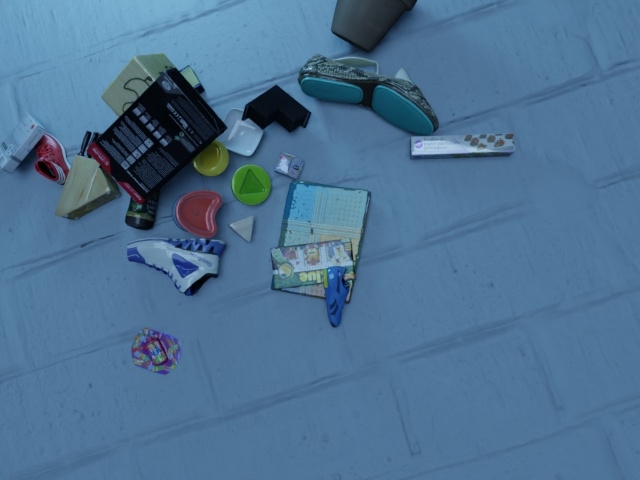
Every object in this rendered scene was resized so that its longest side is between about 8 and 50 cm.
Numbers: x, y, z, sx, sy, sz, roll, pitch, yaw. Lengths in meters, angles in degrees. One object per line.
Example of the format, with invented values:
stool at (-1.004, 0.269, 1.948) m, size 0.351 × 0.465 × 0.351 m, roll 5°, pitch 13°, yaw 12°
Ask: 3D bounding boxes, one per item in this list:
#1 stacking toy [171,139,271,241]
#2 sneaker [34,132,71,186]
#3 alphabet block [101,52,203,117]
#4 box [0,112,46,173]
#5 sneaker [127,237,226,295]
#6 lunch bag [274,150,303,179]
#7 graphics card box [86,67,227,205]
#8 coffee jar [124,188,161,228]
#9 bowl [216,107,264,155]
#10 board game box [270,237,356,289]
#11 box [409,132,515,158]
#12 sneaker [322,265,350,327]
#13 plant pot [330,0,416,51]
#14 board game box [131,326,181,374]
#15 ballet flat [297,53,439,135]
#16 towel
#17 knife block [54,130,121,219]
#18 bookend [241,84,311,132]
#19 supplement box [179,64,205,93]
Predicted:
stacking toy at (-0.329, -0.148, 1.817) m, size 0.279 × 0.130 × 0.309 m, roll 21°, pitch 82°, yaw -21°
sneaker at (-0.912, -0.286, 1.850) m, size 0.087 × 0.128 × 0.221 m, roll -38°, pitch 83°, yaw 0°
alphabet block at (-0.529, -0.453, 1.760) m, size 0.192 × 0.193 × 0.197 m, roll -39°, pitch 98°, yaw 22°
box at (-1.019, -0.331, 1.874) m, size 0.186 × 0.038 × 0.145 m, roll -52°, pitch 49°, yaw -1°
sneaker at (-0.465, 0.087, 1.776) m, size 0.316 × 0.127 × 0.182 m, roll 0°, pitch 82°, yaw 3°
lunch bag at (-0.102, -0.246, 1.818) m, size 0.083 × 0.053 × 0.071 m, roll 22°, pitch 88°, yaw -3°
graphics card box at (-0.488, -0.304, 1.654) m, size 0.371 × 0.094 × 0.233 m, roll -36°, pitch 103°, yaw 23°
coffee jar at (-0.581, -0.127, 1.823) m, size 0.079 × 0.096 × 0.184 m, roll 11°, pitch 86°, yaw 9°
bowl at (-0.259, -0.355, 1.841) m, size 0.142 × 0.053 × 0.142 m, roll 23°, pitch 87°, yaw 7°
board game box at (-0.024, 0.075, 1.757) m, size 0.260 × 0.030 × 0.136 m, roll -8°, pitch 88°, yaw 5°
box at (0.450, -0.300, 1.771) m, size 0.324 × 0.067 × 0.063 m, roll -1°, pitch 84°, yaw 4°
sneaker at (0.057, 0.177, 1.714) m, size 0.082 × 0.069 × 0.209 m, roll -6°, pitch 112°, yaw 2°
plant pot at (0.151, -0.738, 1.769) m, size 0.263 × 0.263 × 0.229 m, roll 29°, pitch 105°, yaw 7°
board game box at (-0.541, 0.362, 1.801) m, size 0.169 × 0.033 × 0.133 m, roll 17°, pitch 86°, yaw 7°
ballet flat at (0.170, -0.498, 1.781) m, size 0.483 × 0.164 × 0.182 m, roll 20°, pitch 66°, yaw 8°
towel at (0.000, 0.000, 1.793) m, size 0.271 × 0.040 × 0.370 m, roll 10°, pitch 87°, yaw 7°
knife block at (-0.788, -0.230, 1.855) m, size 0.276 × 0.088 × 0.242 m, roll -28°, pitch 82°, yaw 2°
bookend at (-0.141, -0.402, 1.790) m, size 0.157 × 0.072 × 0.156 m, roll 39°, pitch 54°, yaw 7°
supplement box at (-0.451, -0.529, 1.873) m, size 0.083 × 0.056 × 0.083 m, roll -31°, pitch 83°, yaw 1°
